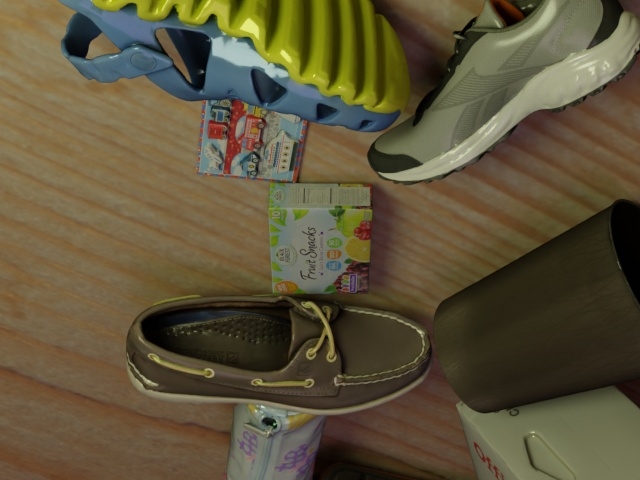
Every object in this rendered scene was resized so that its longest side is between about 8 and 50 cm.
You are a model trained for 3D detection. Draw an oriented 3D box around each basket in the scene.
[{"bbox_3d":[0.239,0.080,1.263,0.227,0.154,0.204,-24,133,31],"label":"basket"}]

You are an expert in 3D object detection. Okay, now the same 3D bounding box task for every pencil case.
[{"bbox_3d":[-0.050,0.224,1.449,0.113,0.124,0.273,5,140,-5],"label":"pencil case"}]

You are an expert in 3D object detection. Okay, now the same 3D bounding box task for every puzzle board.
[{"bbox_3d":[-0.062,-0.099,1.157,0.096,0.011,0.128,6,140,-6],"label":"puzzle board"}]

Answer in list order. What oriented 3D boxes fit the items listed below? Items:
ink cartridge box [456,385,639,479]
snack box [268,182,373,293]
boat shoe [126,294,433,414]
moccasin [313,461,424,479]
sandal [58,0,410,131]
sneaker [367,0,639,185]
[{"bbox_3d":[0.317,0.350,1.403,0.160,0.279,0.385,-28,127,-11],"label":"ink cartridge box"},{"bbox_3d":[0.000,0.000,1.248,0.100,0.037,0.141,1,143,1],"label":"snack box"},{"bbox_3d":[-0.037,0.109,1.301,0.324,0.116,0.097,1,152,-7],"label":"boat shoe"},{"bbox_3d":[0.138,0.393,1.638,0.380,0.139,0.147,14,152,-21],"label":"moccasin"},{"bbox_3d":[-0.080,-0.162,1.012,0.317,0.126,0.138,22,139,-11],"label":"sandal"},{"bbox_3d":[0.138,-0.138,1.061,0.271,0.100,0.108,-32,106,36],"label":"sneaker"}]
